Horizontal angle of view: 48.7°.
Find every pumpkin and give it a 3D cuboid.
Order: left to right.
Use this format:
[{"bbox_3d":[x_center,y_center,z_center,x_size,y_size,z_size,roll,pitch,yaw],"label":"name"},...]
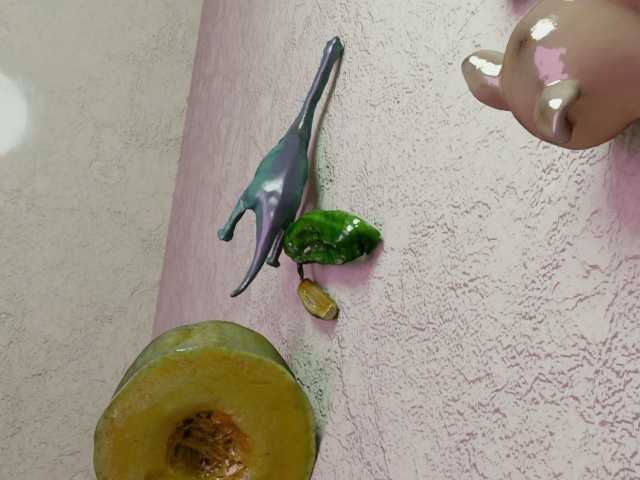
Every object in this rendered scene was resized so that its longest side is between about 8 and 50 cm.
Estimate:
[{"bbox_3d":[-0.173,0.273,1.112,0.199,0.332,0.333,-103,29,-69],"label":"pumpkin"}]

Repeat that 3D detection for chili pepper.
[{"bbox_3d":[0.006,0.000,1.069,0.100,0.074,0.257,56,161,-10],"label":"chili pepper"}]

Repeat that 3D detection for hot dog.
[{"bbox_3d":[-0.007,0.096,1.121,0.044,0.028,0.137,-53,27,-2],"label":"hot dog"}]

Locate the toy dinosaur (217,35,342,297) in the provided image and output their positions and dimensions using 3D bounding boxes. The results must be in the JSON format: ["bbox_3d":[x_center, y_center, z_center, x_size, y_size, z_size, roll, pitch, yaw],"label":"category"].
[{"bbox_3d":[-0.051,-0.136,1.160,0.384,0.129,0.331,-79,13,-56],"label":"toy dinosaur"}]

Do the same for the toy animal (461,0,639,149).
[{"bbox_3d":[0.233,-0.185,0.532,0.248,0.149,0.165,-62,12,14],"label":"toy animal"}]
